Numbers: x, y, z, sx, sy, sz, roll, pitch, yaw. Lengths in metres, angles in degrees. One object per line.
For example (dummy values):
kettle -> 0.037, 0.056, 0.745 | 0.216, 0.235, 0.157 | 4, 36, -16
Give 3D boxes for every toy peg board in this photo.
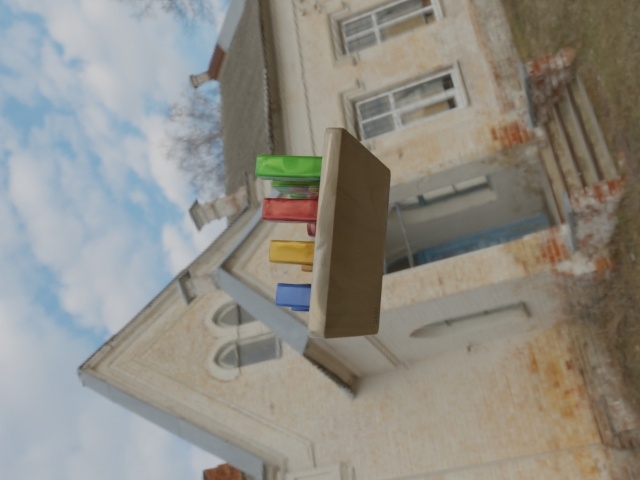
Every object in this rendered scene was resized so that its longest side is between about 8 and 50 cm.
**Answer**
toy peg board -> 0.000, 0.000, 0.591 | 0.161, 0.079, 0.160 | 19, -104, -69
